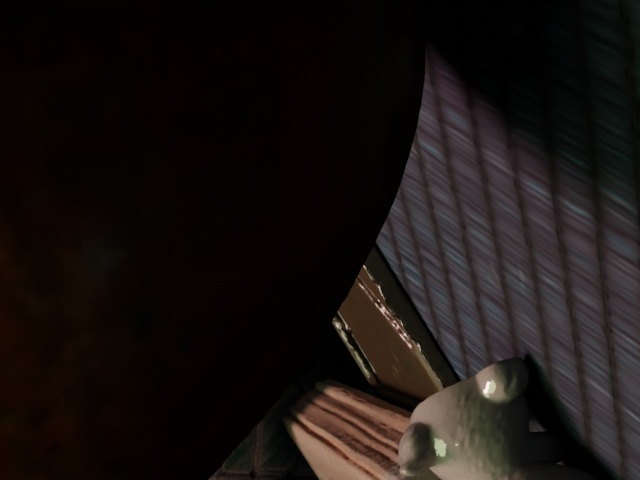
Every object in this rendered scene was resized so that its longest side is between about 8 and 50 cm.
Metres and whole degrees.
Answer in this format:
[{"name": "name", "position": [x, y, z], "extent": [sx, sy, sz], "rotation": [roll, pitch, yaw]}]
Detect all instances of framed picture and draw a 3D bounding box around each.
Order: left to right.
[{"name": "framed picture", "position": [0.000, 0.000, 1.315], "extent": [0.281, 0.019, 0.209], "rotation": [58, 169, -10]}]

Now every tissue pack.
[{"name": "tissue pack", "position": [0.075, 0.186, 1.364], "extent": [0.170, 0.071, 0.325], "rotation": [49, 172, -10]}]

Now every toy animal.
[{"name": "toy animal", "position": [0.106, 0.169, 1.076], "extent": [0.131, 0.127, 0.181], "rotation": [101, 147, -66]}]

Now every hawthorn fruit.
[{"name": "hawthorn fruit", "position": [-0.136, -0.068, 0.790], "extent": [0.403, 0.403, 0.403], "rotation": [54, 169, 15]}]

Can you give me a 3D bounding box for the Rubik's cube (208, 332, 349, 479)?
[{"name": "Rubik's cube", "position": [-0.135, 0.117, 1.588], "extent": [0.264, 0.319, 0.319], "rotation": [31, -177, -30]}]
